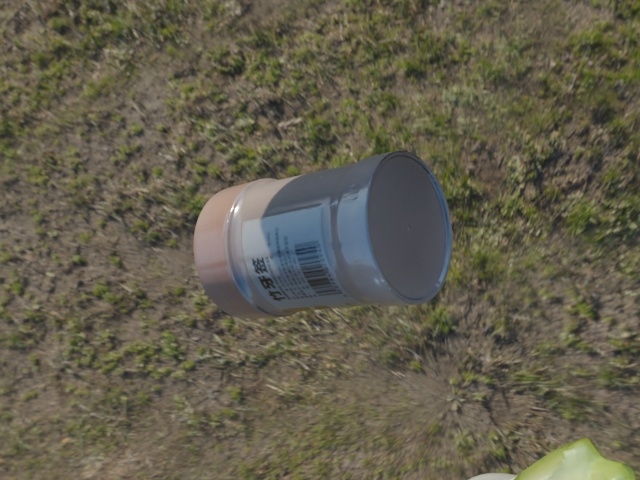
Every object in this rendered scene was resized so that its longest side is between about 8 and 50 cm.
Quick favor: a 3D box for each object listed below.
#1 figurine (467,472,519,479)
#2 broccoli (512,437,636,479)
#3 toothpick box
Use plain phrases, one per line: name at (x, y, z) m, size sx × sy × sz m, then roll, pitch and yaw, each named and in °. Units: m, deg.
figurine at (0.181, 0.283, 0.726) m, size 0.162 × 0.237 × 0.141 m, roll -51°, pitch 39°, yaw 2°
broccoli at (0.203, 0.320, 0.518) m, size 0.353 × 0.275 × 0.396 m, roll 8°, pitch 107°, yaw -30°
toothpick box at (0.000, 0.000, 0.552) m, size 0.149 × 0.098 × 0.098 m, roll -9°, pitch 76°, yaw 39°
